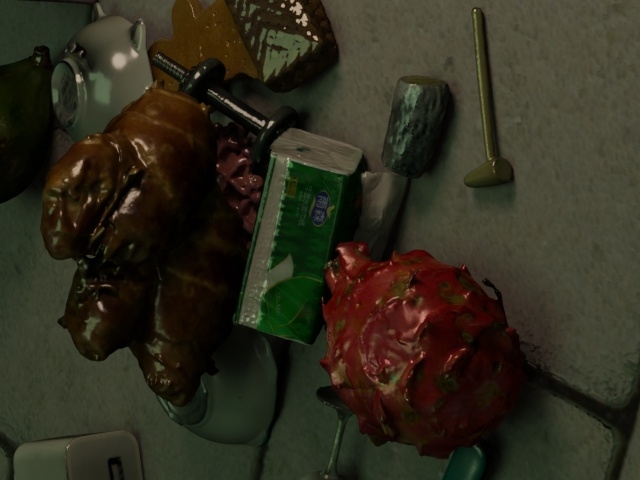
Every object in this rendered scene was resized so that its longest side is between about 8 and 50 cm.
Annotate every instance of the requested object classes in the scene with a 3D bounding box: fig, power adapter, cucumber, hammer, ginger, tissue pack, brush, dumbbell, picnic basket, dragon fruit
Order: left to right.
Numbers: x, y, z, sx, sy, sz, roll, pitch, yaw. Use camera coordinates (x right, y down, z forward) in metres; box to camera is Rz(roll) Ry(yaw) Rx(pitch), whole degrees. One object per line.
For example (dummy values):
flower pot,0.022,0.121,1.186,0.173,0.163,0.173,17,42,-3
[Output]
fig,-0.452,-0.165,2.315,0.245,0.195,0.195,-42,57,-1
power adapter,-0.354,0.335,2.260,0.205,0.125,0.130,-10,86,47
ginger,-0.194,0.010,1.899,0.152,0.274,0.357,-3,110,28
dumbbell,-0.100,-0.155,1.974,0.254,0.081,0.081,33,118,15
picnic basket,-0.058,-0.277,1.947,0.110,0.055,0.193,-31,71,19
tissue pack,0.000,0.000,1.871,0.156,0.148,0.209,16,106,6
dragon fruit,0.095,0.110,1.742,0.205,0.210,0.268,-40,59,-6
cucumber,0.105,-0.126,1.812,0.064,0.064,0.112,28,114,41
brush,0.150,0.289,1.813,0.043,0.032,0.193,43,133,30
hammer,0.172,-0.154,1.769,0.060,0.028,0.195,-11,81,52

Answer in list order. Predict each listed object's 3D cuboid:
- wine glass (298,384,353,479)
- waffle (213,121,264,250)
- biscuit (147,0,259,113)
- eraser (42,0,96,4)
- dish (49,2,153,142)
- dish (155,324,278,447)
wine glass,0.011,0.274,1.916,0.079,0.079,0.195,26,109,42
waffle,-0.149,-0.040,2.077,0.234,0.055,0.221,-11,85,46
biscuit,-0.143,-0.239,2.074,0.240,0.035,0.158,-20,76,44
eraser,-0.423,-0.501,2.181,0.122,0.272,0.359,12,103,43
dish,-0.305,-0.209,2.175,0.236,0.086,0.227,-14,84,58
dish,-0.156,0.160,2.048,0.224,0.078,0.246,-37,78,47
